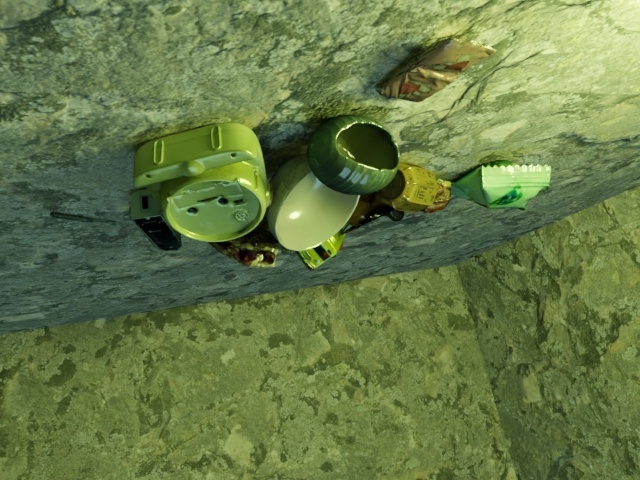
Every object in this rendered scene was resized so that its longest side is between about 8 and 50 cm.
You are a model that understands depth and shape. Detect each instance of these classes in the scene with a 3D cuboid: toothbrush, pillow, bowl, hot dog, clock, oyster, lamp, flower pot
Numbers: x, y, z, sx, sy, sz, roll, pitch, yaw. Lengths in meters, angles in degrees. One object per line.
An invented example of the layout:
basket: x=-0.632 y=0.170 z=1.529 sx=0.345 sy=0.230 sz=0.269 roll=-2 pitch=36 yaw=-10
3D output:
toothbrush: x=-0.686 y=-0.060 z=1.588 sx=0.019 sy=0.016 sz=0.220 roll=-10 pitch=171 yaw=27
pillow: x=0.232 y=-0.357 z=1.140 sx=0.135 sy=0.049 sz=0.248 roll=-4 pitch=168 yaw=-31
bowl: x=-0.042 y=-0.125 z=1.500 sx=0.287 sy=0.144 sz=0.286 roll=-28 pitch=141 yaw=-26
hot dog: x=0.142 y=-0.109 z=1.945 sx=0.194 sy=0.107 sz=0.326 roll=-25 pitch=178 yaw=-27
clock: x=-0.257 y=-0.111 z=1.315 sx=0.287 sy=0.117 sz=0.348 roll=-14 pitch=143 yaw=3
hot dog: x=0.403 y=-0.156 z=1.986 sx=0.146 sy=0.102 sz=0.213 roll=5 pitch=165 yaw=6
oyster: x=-0.215 y=-0.007 z=1.538 sx=0.271 sy=0.100 sz=0.275 roll=18 pitch=-171 yaw=-11
lamp: x=0.278 y=-0.170 z=1.740 sx=0.161 sy=0.161 sz=0.185 roll=-23 pitch=164 yaw=38
flower pot: x=0.079 y=-0.205 z=1.318 sx=0.243 sy=0.189 sz=0.157 roll=8 pitch=163 yaw=-33

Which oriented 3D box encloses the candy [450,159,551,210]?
candy: x=0.602 y=-0.200 z=1.989 sx=0.263 sy=0.171 sz=0.398 roll=2 pitch=-177 yaw=-17

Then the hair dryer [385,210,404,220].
hair dryer: x=0.211 y=-0.114 z=2.133 sx=0.219 sy=0.075 sz=0.195 roll=-9 pitch=159 yaw=19

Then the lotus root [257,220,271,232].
lotus root: x=-0.144 y=-0.040 z=1.937 sx=0.145 sy=0.128 sz=0.260 roll=-19 pitch=177 yaw=-45

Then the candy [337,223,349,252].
candy: x=0.087 y=-0.028 z=2.376 sx=0.084 sy=0.078 sz=0.287 roll=26 pitch=148 yaw=-4

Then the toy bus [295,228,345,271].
toy bus: x=0.000 y=0.000 z=2.005 sx=0.150 sy=0.128 sz=0.262 roll=-34 pitch=-173 yaw=17

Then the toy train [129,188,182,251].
toy train: x=-0.489 y=-0.050 z=1.652 sx=0.087 sy=0.088 sz=0.407 roll=-9 pitch=167 yaw=-8

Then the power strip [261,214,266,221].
power strip: x=-0.222 y=-0.120 z=1.571 sx=0.070 sy=0.105 sz=0.257 roll=-14 pitch=167 yaw=16
